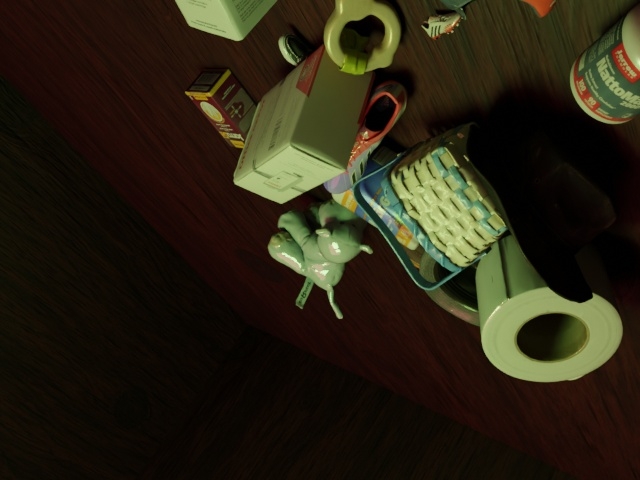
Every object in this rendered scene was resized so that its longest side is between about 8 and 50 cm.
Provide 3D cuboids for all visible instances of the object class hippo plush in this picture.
[{"bbox_3d":[0.000,0.000,1.855,0.234,0.294,0.236,16,155,-9],"label":"hippo plush"}]

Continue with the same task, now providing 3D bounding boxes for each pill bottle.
[{"bbox_3d":[0.119,-0.113,1.527,0.272,0.152,0.152,32,161,8],"label":"pill bottle"},{"bbox_3d":[0.386,-0.220,0.875,0.108,0.108,0.180,36,161,-1],"label":"pill bottle"}]

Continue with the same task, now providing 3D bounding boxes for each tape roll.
[{"bbox_3d":[0.415,0.120,1.375,0.246,0.169,0.246,3,130,4],"label":"tape roll"}]

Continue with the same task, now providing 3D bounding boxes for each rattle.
[{"bbox_3d":[0.061,-0.379,1.180,0.130,0.143,0.200,-3,132,11],"label":"rattle"}]

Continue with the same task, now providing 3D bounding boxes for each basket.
[{"bbox_3d":[0.214,-0.056,1.345,0.289,0.201,0.255,-33,96,43],"label":"basket"}]

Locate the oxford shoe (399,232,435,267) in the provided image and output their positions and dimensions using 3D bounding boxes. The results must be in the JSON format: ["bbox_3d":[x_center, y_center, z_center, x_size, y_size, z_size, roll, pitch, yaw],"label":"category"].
[{"bbox_3d":[0.220,-0.019,1.674,0.271,0.097,0.098,43,154,-21],"label":"oxford shoe"}]

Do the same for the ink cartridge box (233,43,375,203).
[{"bbox_3d":[-0.037,-0.205,1.378,0.117,0.207,0.283,23,162,-21],"label":"ink cartridge box"}]

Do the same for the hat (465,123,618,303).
[{"bbox_3d":[0.368,-0.074,1.152,0.134,0.331,0.331,-35,115,26],"label":"hat"}]

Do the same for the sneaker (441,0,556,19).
[{"bbox_3d":[0.140,-0.359,0.925,0.350,0.131,0.148,26,155,27],"label":"sneaker"}]

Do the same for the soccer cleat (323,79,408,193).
[{"bbox_3d":[0.072,-0.181,1.342,0.083,0.248,0.095,36,-155,-1],"label":"soccer cleat"}]

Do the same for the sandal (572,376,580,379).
[{"bbox_3d":[0.542,0.264,1.780,0.076,0.102,0.265,40,163,-20],"label":"sandal"}]

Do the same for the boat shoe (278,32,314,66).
[{"bbox_3d":[-0.019,-0.338,1.397,0.040,0.049,0.142,2,149,49],"label":"boat shoe"}]

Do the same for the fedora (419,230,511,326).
[{"bbox_3d":[0.345,0.057,1.584,0.243,0.124,0.275,29,152,14],"label":"fedora"}]

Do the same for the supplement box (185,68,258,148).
[{"bbox_3d":[-0.213,-0.307,1.746,0.104,0.081,0.188,15,152,47],"label":"supplement box"}]

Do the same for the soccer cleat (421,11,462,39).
[{"bbox_3d":[0.180,-0.324,1.104,0.035,0.029,0.083,36,166,-15],"label":"soccer cleat"}]

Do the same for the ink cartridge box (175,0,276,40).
[{"bbox_3d":[-0.143,-0.467,1.041,0.121,0.211,0.289,25,158,32],"label":"ink cartridge box"}]
